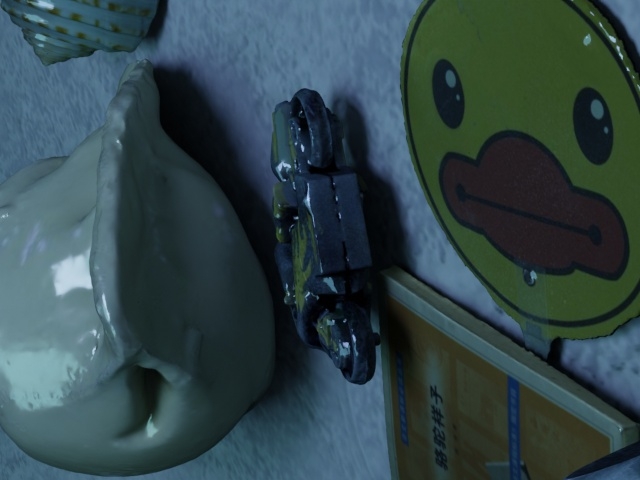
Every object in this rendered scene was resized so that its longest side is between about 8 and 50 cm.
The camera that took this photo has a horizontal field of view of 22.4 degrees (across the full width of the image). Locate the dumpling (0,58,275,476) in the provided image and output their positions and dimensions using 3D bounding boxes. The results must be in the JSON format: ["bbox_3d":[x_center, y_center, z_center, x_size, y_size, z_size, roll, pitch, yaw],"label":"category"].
[{"bbox_3d":[-0.146,0.024,1.227,0.395,0.233,0.316,112,165,-67],"label":"dumpling"}]

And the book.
[{"bbox_3d":[0.107,0.132,0.969,0.241,0.018,0.170,32,134,53],"label":"book"}]

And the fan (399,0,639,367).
[{"bbox_3d":[0.117,-0.009,0.897,0.229,0.011,0.335,21,124,56],"label":"fan"}]

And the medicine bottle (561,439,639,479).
[{"bbox_3d":[0.221,0.221,0.723,0.141,0.141,0.293,-35,76,59],"label":"medicine bottle"}]

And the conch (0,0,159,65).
[{"bbox_3d":[-0.183,-0.198,1.214,0.135,0.102,0.153,35,136,26],"label":"conch"}]

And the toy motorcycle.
[{"bbox_3d":[0.000,0.000,1.045,0.124,0.061,0.193,148,111,-75],"label":"toy motorcycle"}]
